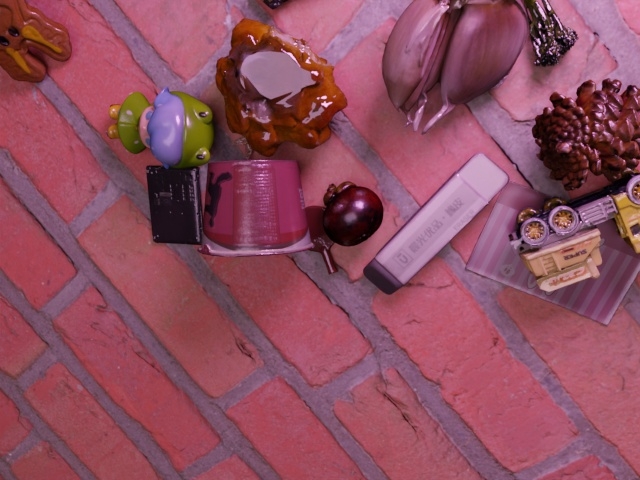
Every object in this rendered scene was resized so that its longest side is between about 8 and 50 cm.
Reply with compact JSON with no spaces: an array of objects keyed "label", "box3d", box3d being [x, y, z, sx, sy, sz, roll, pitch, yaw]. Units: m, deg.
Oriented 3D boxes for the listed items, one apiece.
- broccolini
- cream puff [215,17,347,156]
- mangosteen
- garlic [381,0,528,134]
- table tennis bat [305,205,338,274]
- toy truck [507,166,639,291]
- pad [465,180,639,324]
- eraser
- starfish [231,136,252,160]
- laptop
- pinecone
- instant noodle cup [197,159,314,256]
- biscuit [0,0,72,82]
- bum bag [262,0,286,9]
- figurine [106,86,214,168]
[{"label":"broccolini","box3d":[0.381,-0.404,0.984,0.073,0.058,0.201,-21,84,4]},{"label":"cream puff","box3d":[-0.088,-0.290,1.067,0.241,0.155,0.269,-21,98,15]},{"label":"mangosteen","box3d":[0.057,-0.059,1.123,0.140,0.140,0.140,4,106,13]},{"label":"garlic","box3d":[0.219,-0.326,0.947,0.210,0.237,0.292,27,147,15]},{"label":"table tennis bat","box3d":[0.000,0.000,1.201,0.098,0.019,0.155,-19,97,18]},{"label":"toy truck","box3d":[0.487,-0.015,1.009,0.272,0.124,0.157,-24,98,20]},{"label":"pad","box3d":[0.463,0.026,1.097,0.299,0.005,0.202,23,110,7]},{"label":"eraser","box3d":[0.219,-0.024,1.116,0.089,0.061,0.352,41,110,0]},{"label":"starfish","box3d":[-0.146,-0.215,1.178,0.092,0.016,0.086,-20,97,16]},{"label":"laptop","box3d":[-0.327,-0.078,1.263,0.129,0.016,0.180,3,107,14]},{"label":"pinecone","box3d":[0.467,-0.184,0.956,0.195,0.150,0.179,-25,81,18]},{"label":"instant noodle cup","box3d":[-0.129,-0.067,1.114,0.234,0.235,0.179,1,97,14]},{"label":"biscuit","box3d":[-0.657,-0.444,1.130,0.186,0.044,0.295,-31,139,19]},{"label":"bum bag","box3d":[-0.025,-0.513,1.038,0.232,0.060,0.107,-17,92,16]},{"label":"figurine","box3d":[-0.331,-0.234,1.163,0.263,0.143,0.162,14,102,28]}]
